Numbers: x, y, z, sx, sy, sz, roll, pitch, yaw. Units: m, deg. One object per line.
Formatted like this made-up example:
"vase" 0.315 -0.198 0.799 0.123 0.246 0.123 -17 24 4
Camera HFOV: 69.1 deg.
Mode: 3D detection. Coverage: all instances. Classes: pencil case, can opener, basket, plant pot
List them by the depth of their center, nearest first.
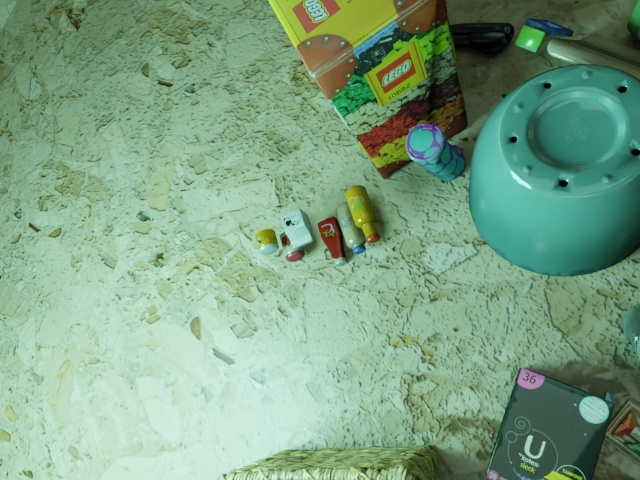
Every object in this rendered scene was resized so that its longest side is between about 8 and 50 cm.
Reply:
"basket" 0.026 0.428 0.678 0.299 0.223 0.214 -11 72 19
"plant pot" 0.358 -0.111 0.681 0.293 0.235 0.293 -6 74 22
"pencil case" 0.203 -0.151 0.802 0.064 0.151 0.070 28 98 30
"can opener" 0.276 -0.394 0.893 0.186 0.073 0.059 18 91 35

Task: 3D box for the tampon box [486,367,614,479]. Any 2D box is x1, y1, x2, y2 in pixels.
"tampon box" 0.321 0.279 0.662 0.120 0.101 0.161 18 83 25

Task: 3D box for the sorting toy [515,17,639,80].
"sorting toy" 0.470 -0.271 0.737 0.347 0.196 0.047 37 133 27

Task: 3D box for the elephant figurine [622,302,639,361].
"elephant figurine" 0.487 0.138 0.615 0.239 0.169 0.186 -61 33 15

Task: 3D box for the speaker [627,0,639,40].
"speaker" 0.630 -0.305 0.683 0.296 0.131 0.131 42 94 26

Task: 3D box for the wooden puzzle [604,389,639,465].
"wooden puzzle" 0.453 0.274 0.658 0.116 0.014 0.079 30 88 27

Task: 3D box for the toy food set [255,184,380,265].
"toy food set" 0.000 0.000 0.866 0.232 0.111 0.105 -23 68 12

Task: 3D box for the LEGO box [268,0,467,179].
"LEGO box" 0.036 -0.411 0.821 0.193 0.372 0.500 -31 66 12
